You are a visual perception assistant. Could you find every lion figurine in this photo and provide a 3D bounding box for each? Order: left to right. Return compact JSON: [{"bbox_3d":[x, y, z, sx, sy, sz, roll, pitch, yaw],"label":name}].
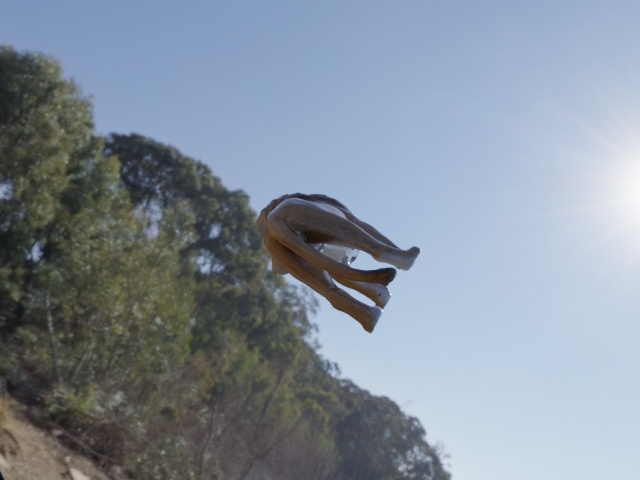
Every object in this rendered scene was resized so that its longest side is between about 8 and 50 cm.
[{"bbox_3d":[0.000,0.000,0.824,0.240,0.142,0.392,32,-4,7],"label":"lion figurine"}]

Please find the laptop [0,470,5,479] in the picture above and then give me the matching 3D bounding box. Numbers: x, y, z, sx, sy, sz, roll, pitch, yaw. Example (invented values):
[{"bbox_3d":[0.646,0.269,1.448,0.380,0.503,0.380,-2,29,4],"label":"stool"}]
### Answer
[{"bbox_3d":[-0.629,0.369,0.919,0.136,0.264,0.234,19,-52,49],"label":"laptop"}]
